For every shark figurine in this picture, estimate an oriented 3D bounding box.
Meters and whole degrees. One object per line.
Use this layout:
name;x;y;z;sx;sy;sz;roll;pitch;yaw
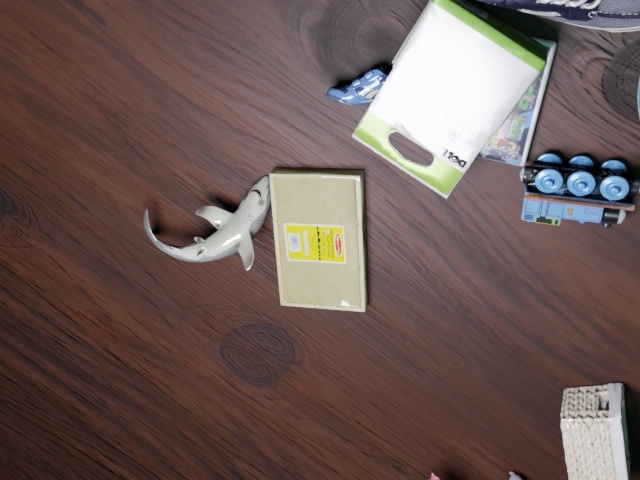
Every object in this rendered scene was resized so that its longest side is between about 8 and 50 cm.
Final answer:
shark figurine;-0.196;0.003;1.461;0.278;0.116;0.166;-17;74;15

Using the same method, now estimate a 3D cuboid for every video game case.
video game case;0.257;-0.231;1.250;0.183;0.023;0.201;14;116;11

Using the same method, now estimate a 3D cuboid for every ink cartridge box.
ink cartridge box;0.192;-0.225;1.206;0.189;0.097;0.255;33;120;1

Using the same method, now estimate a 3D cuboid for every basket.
basket;0.487;0.348;1.394;0.103;0.113;0.167;-4;113;23

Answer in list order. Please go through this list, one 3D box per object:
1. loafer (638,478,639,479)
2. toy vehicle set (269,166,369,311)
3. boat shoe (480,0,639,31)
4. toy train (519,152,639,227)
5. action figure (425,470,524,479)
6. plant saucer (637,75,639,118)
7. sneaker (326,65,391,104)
loafer;0.559;0.501;1.447;0.111;0.112;0.319;45;111;0
toy vehicle set;0.000;0.000;1.428;0.166;0.035;0.266;4;115;16
boat shoe;0.342;-0.352;1.086;0.341;0.158;0.127;10;114;13
toy train;0.406;-0.075;1.247;0.184;0.080;0.105;8;125;12
action figure;0.277;0.582;1.489;0.248;0.275;0.370;-29;116;33
plant saucer;0.579;-0.221;1.038;0.044;0.317;0.317;17;128;-39
sneaker;0.081;-0.253;1.279;0.144;0.053;0.059;-3;114;9
